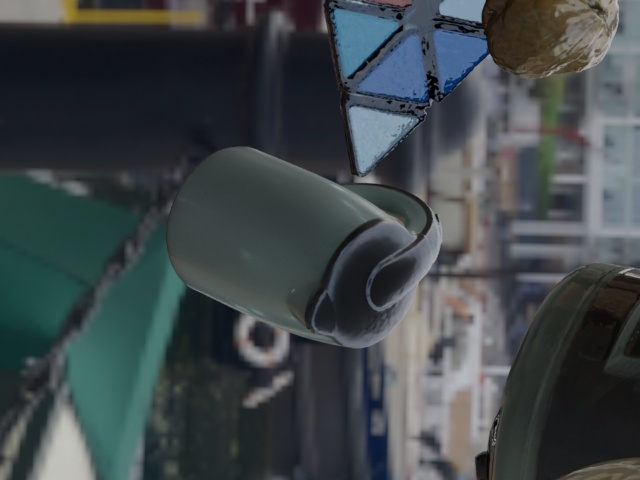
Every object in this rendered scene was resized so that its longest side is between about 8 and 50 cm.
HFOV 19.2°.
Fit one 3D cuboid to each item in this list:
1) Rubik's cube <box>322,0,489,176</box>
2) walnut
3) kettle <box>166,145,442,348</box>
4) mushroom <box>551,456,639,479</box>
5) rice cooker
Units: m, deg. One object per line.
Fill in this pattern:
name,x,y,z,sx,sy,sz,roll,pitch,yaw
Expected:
Rubik's cube,0.112,-0.253,1.690,0.250,0.234,0.284,74,9,-60
walnut,0.188,-0.181,1.569,0.124,0.105,0.105,-19,-117,54
kettle,0.000,0.000,1.917,0.221,0.236,0.161,-28,124,-33
mushroom,0.231,0.308,1.210,0.336,0.314,0.314,63,15,-17
rice cooker,0.328,0.186,1.775,0.335,0.325,0.335,-31,128,-51
